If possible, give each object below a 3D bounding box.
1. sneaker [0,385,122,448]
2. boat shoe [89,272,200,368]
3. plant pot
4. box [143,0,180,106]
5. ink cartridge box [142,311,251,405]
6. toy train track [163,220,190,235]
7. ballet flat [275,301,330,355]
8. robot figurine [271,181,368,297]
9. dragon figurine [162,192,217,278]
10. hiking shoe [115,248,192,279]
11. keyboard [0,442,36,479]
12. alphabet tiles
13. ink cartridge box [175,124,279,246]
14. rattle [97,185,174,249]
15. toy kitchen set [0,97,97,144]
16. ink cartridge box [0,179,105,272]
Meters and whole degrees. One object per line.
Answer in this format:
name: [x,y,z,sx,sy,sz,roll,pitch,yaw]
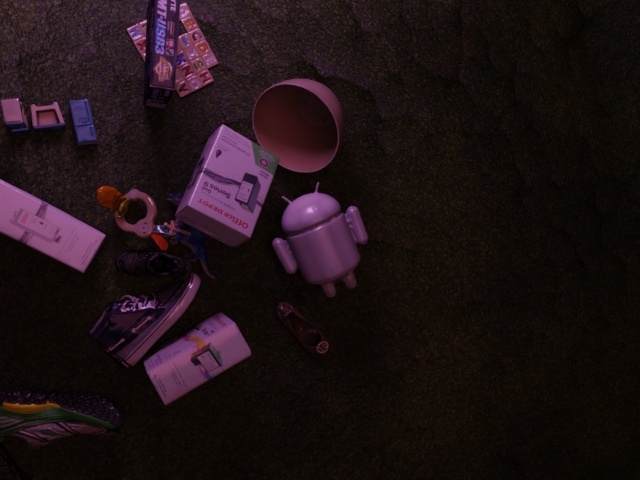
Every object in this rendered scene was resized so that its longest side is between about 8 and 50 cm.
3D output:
sneaker: [-0.734,0.505,1.566,0.343,0.134,0.146,11,96,-14]
boat shoe: [-0.511,0.198,1.621,0.158,0.127,0.341,45,77,-25]
plant pot: [-0.040,-0.379,1.729,0.284,0.284,0.191,54,40,-16]
box: [-0.431,-0.529,1.510,0.073,0.293,0.296,2,92,-22]
ink cartridge box: [-0.369,0.338,1.650,0.278,0.201,0.117,-28,104,-18]
toy train track: [-0.410,-0.034,1.609,0.083,0.014,0.048,24,50,-33]
ballet flat: [-0.055,0.296,1.854,0.084,0.058,0.250,-45,108,-13]
robot figurine: [0.000,0.000,1.781,0.299,0.200,0.354,-23,103,-5]
dragon figurine: [-0.373,-0.015,1.689,0.144,0.085,0.289,-47,107,-13]
hiking shoe: [-0.488,0.060,1.600,0.226,0.114,0.086,4,76,6]
keyboard: [-0.929,0.656,1.535,0.201,0.033,0.317,-31,105,-18]
alphabet tiles: [-0.429,-0.561,1.672,0.198,0.009,0.237,-33,104,-17]
ink cartridge box: [-0.270,-0.158,1.655,0.211,0.121,0.289,28,63,-24]
rattle: [-0.512,-0.067,1.566,0.130,0.143,0.200,-34,72,-18]
toy kitchen set: [-0.713,-0.312,1.486,0.207,0.166,0.122,-13,98,-21]
ink cartridge box: [-0.728,-0.035,1.476,0.283,0.207,0.117,31,80,-20]
